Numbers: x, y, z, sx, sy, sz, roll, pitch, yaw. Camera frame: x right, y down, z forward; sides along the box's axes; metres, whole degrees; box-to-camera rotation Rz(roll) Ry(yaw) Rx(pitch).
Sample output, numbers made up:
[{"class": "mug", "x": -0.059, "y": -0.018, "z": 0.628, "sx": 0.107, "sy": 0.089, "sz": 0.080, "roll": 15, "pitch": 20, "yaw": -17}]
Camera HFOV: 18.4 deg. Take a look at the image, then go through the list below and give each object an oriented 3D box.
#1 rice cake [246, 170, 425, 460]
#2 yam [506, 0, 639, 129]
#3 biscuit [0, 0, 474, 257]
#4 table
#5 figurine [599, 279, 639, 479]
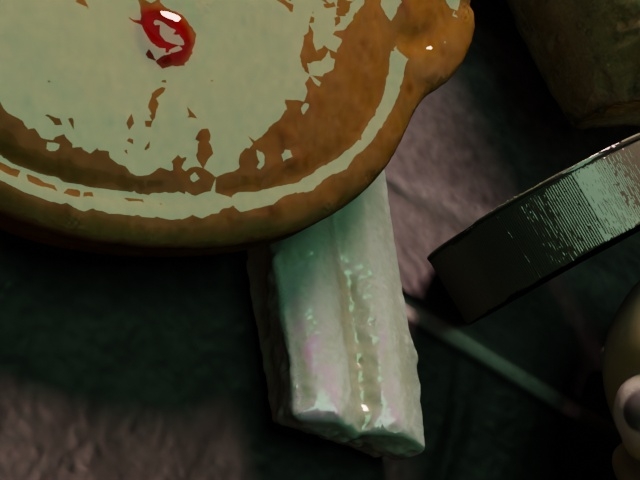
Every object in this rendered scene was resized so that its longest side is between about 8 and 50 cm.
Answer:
[{"class": "rice cake", "x": 0.000, "y": 0.000, "z": 0.991, "sx": 0.085, "sy": 0.040, "sz": 0.226, "roll": 9, "pitch": 61, "yaw": -34}, {"class": "yam", "x": 0.174, "y": -0.186, "z": 1.143, "sx": 0.168, "sy": 0.168, "sz": 0.304, "roll": -16, "pitch": 77, "yaw": -41}, {"class": "biscuit", "x": -0.100, "y": -0.178, "z": 0.943, "sx": 0.359, "sy": 0.074, "sz": 0.381, "roll": -1, "pitch": 78, "yaw": -25}, {"class": "table", "x": 0.123, "y": -0.006, "z": 1.023, "sx": 0.133, "sy": 0.133, "sz": 0.043, "roll": -24, "pitch": 82, "yaw": -42}, {"class": "figurine", "x": 0.231, "y": 0.193, "z": 0.987, "sx": 0.274, "sy": 0.226, "sz": 0.394, "roll": 53, "pitch": 46, "yaw": -41}]
